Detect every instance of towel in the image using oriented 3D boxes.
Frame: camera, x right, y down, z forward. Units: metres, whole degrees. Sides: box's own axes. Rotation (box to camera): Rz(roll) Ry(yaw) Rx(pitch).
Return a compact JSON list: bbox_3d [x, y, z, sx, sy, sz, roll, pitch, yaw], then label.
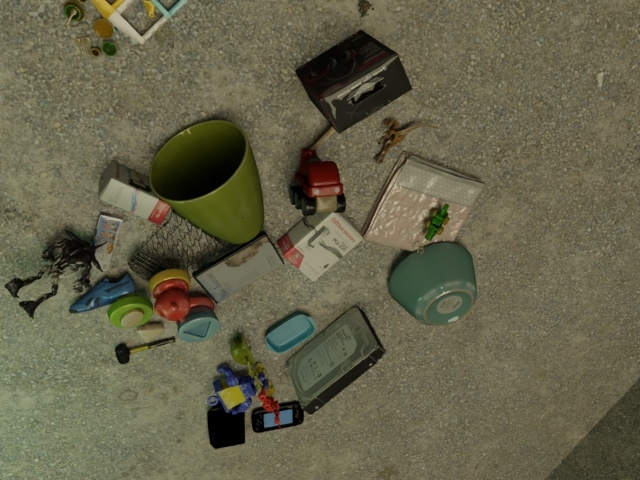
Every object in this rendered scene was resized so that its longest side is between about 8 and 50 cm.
[{"bbox_3d":[0.337,-0.100,1.958,0.332,0.053,0.316,14,115,-24],"label":"towel"}]

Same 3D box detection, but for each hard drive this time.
[{"bbox_3d":[0.045,0.403,2.056,0.339,0.237,0.064,-39,124,8],"label":"hard drive"}]

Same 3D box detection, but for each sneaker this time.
[{"bbox_3d":[-0.652,0.158,1.787,0.210,0.069,0.082,-18,94,2],"label":"sneaker"}]

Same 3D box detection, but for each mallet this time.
[{"bbox_3d":[-0.567,0.339,1.938,0.190,0.039,0.062,-20,128,-11],"label":"mallet"}]

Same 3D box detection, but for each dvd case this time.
[{"bbox_3d":[-0.249,0.086,1.849,0.253,0.022,0.180,-31,145,-3],"label":"dvd case"}]

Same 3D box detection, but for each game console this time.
[{"bbox_3d":[-0.237,0.663,2.238,0.362,0.044,0.213,-7,122,-15],"label":"game console"}]

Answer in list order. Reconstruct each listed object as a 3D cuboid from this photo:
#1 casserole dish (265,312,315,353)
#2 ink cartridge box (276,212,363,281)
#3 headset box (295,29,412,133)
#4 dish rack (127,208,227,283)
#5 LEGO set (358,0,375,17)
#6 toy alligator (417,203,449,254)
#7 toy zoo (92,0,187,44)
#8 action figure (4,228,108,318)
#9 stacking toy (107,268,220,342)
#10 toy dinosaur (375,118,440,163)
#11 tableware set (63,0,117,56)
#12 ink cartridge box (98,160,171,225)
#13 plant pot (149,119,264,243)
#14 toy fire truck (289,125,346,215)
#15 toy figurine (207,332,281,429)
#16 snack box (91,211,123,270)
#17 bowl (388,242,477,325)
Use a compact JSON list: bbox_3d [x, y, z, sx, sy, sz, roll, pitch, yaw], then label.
[{"bbox_3d":[-0.107,0.314,2.073,0.189,0.037,0.114,-33,125,4],"label":"casserole dish"},{"bbox_3d":[0.000,0.000,1.882,0.218,0.092,0.158,-42,124,7],"label":"ink cartridge box"},{"bbox_3d":[0.083,-0.408,1.537,0.218,0.293,0.110,-31,125,3],"label":"headset box"},{"bbox_3d":[-0.422,0.024,1.771,0.271,0.074,0.208,-44,122,13],"label":"dish rack"},{"bbox_3d":[0.122,-0.628,1.584,0.054,0.023,0.083,40,89,-35],"label":"LEGO set"},{"bbox_3d":[0.369,-0.038,1.945,0.051,0.056,0.189,-15,135,-60],"label":"toy alligator"},{"bbox_3d":[-0.420,-0.602,1.410,0.293,0.030,0.192,-40,124,8],"label":"toy zoo"},{"bbox_3d":[-0.714,0.080,1.656,0.276,0.141,0.164,-40,90,-22],"label":"action figure"},{"bbox_3d":[-0.462,0.248,1.801,0.280,0.130,0.309,-27,144,4],"label":"stacking toy"},{"bbox_3d":[0.236,-0.317,1.796,0.212,0.064,0.112,-35,143,16],"label":"toy dinosaur"},{"bbox_3d":[-0.542,-0.503,1.411,0.104,0.024,0.154,-5,128,4],"label":"tableware set"},{"bbox_3d":[-0.497,-0.128,1.615,0.175,0.127,0.072,26,108,-30],"label":"ink cartridge box"},{"bbox_3d":[-0.267,-0.127,1.637,0.275,0.274,0.293,-29,141,0],"label":"plant pot"},{"bbox_3d":[0.005,-0.211,1.693,0.159,0.217,0.246,-6,107,-14],"label":"toy fire truck"},{"bbox_3d":[-0.293,0.513,2.049,0.217,0.191,0.362,-20,123,0],"label":"toy figurine"},{"bbox_3d":[-0.620,0.005,1.720,0.064,0.022,0.178,15,115,-24],"label":"snack box"},{"bbox_3d":[0.405,0.175,2.050,0.312,0.163,0.311,-10,134,-10],"label":"bowl"}]
